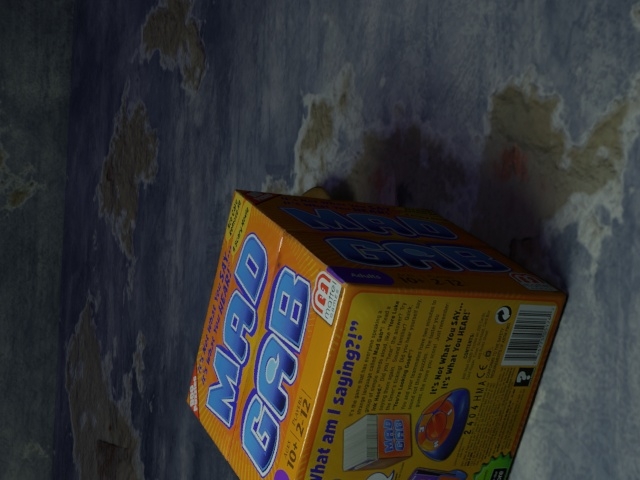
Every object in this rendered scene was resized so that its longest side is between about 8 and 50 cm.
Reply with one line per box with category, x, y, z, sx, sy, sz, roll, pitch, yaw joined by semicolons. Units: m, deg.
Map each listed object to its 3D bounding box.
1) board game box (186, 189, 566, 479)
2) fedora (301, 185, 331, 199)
board game box;0.062;0.162;1.468;0.356;0.356;0.356;39;119;55
fedora;0.000;0.000;1.870;0.194;0.079;0.194;-29;55;54
